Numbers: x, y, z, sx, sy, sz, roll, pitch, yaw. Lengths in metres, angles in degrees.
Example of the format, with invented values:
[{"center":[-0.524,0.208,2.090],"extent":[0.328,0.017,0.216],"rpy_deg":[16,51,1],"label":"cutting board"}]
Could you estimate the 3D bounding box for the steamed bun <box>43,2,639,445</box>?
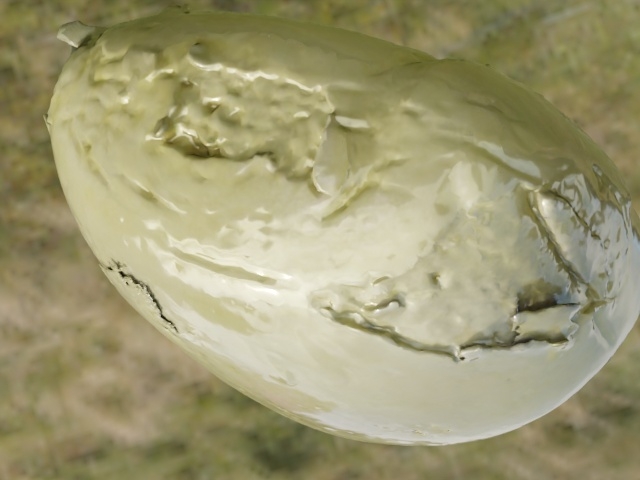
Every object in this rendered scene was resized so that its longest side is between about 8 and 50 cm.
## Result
[{"center":[0.000,0.000,0.918],"extent":[0.273,0.166,0.232],"rpy_deg":[13,172,25],"label":"steamed bun"}]
